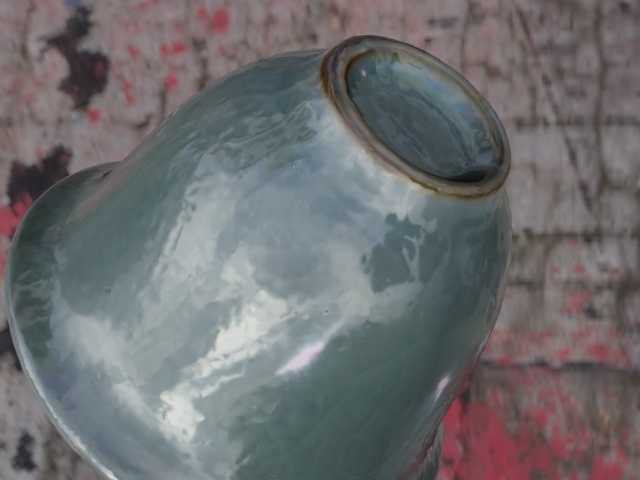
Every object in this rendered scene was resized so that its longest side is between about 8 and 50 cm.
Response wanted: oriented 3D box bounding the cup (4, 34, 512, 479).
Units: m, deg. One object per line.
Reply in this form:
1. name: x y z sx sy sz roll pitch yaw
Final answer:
1. cup: 0.000 0.000 0.723 0.199 0.150 0.199 23 39 -20
